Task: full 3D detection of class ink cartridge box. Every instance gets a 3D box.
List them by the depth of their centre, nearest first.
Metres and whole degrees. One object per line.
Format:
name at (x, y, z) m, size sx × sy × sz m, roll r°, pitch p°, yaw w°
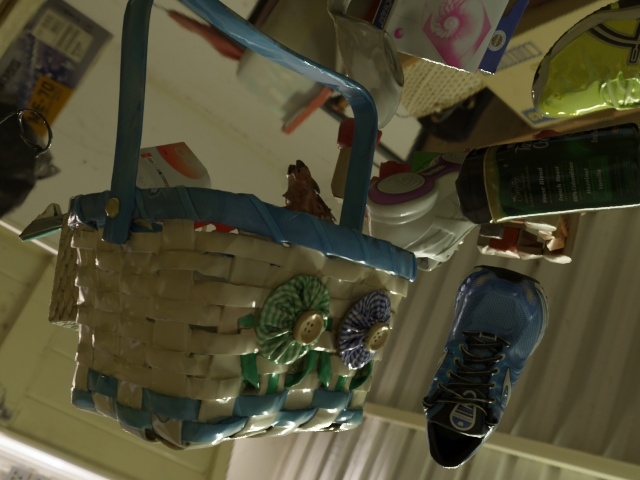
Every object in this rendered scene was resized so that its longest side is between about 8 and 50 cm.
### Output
ink cartridge box at (-0.224, -0.081, 1.102) m, size 0.045 × 0.179 × 0.145 m, roll -47°, pitch 171°, yaw 27°
ink cartridge box at (0.294, -0.492, 1.270) m, size 0.324 × 0.330 × 0.071 m, roll -69°, pitch -150°, yaw 27°

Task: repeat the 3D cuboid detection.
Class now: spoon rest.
spoon rest at (0.053, -0.259, 0.843) m, size 0.084 × 0.137 × 0.276 m, roll -14°, pitch -126°, yaw 23°

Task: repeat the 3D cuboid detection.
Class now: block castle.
block castle at (0.274, -0.117, 1.281) m, size 0.453 × 0.303 × 0.213 m, roll 9°, pitch -102°, yaw 30°

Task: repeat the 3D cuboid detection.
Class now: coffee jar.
coffee jar at (0.237, -0.067, 0.694) m, size 0.184 × 0.079 × 0.096 m, roll -7°, pitch -161°, yaw 25°

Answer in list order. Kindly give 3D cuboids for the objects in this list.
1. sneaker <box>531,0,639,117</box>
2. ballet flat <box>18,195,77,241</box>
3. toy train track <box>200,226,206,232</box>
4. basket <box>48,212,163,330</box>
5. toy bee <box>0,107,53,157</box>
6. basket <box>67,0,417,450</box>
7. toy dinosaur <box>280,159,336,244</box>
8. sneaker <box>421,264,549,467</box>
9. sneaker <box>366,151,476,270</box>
sneaker at (0.469, -0.241, 0.881) m, size 0.384 × 0.145 × 0.147 m, roll -17°, pitch -130°, yaw 31°
ballet flat at (-0.522, -0.053, 1.376) m, size 0.213 × 0.068 × 0.072 m, roll -13°, pitch -177°, yaw 3°
toy train track at (-0.239, -0.052, 1.364) m, size 0.014 × 0.048 × 0.083 m, roll 23°, pitch -64°, yaw 41°
basket at (-0.285, 0.043, 0.902) m, size 0.113 × 0.103 × 0.167 m, roll -7°, pitch -108°, yaw 27°
toy bee at (-0.541, -0.150, 0.905) m, size 0.298 × 0.195 × 0.162 m, roll -10°, pitch -155°, yaw 38°
basket at (-0.045, -0.007, 0.488) m, size 0.201 × 0.255 × 0.289 m, roll -4°, pitch -100°, yaw 39°
toy dinosaur at (0.000, 0.000, 1.237) m, size 0.200 × 0.295 × 0.127 m, roll -5°, pitch -130°, yaw 55°
sneaker at (0.213, 0.181, 0.886) m, size 0.147 × 0.130 × 0.330 m, roll -55°, pitch 156°, yaw -53°
sneaker at (0.184, -0.045, 1.008) m, size 0.114 × 0.305 × 0.152 m, roll 30°, pitch -50°, yaw 47°
